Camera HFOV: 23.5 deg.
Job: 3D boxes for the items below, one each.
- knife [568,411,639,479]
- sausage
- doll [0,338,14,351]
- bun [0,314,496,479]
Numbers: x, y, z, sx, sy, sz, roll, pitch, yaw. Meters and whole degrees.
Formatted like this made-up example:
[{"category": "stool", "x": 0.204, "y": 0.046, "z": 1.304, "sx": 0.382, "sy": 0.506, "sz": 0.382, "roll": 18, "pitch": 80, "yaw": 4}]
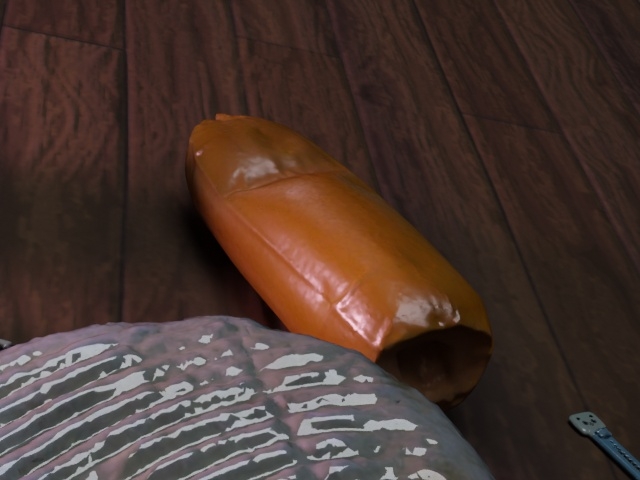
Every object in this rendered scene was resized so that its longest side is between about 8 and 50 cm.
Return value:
[{"category": "knife", "x": 0.223, "y": 0.158, "z": 1.152, "sx": 0.027, "sy": 0.010, "sz": 0.096, "roll": -6, "pitch": 36, "yaw": -36}, {"category": "sausage", "x": 0.000, "y": 0.004, "z": 1.195, "sx": 0.134, "sy": 0.116, "sz": 0.354, "roll": -15, "pitch": 37, "yaw": -23}, {"category": "doll", "x": -0.244, "y": 0.070, "z": 0.990, "sx": 0.219, "sy": 0.067, "sz": 0.091, "roll": 34, "pitch": 36, "yaw": 31}, {"category": "bun", "x": -0.071, "y": 0.192, "z": 0.718, "sx": 0.354, "sy": 0.194, "sz": 0.354, "roll": 0, "pitch": 40, "yaw": 0}]
